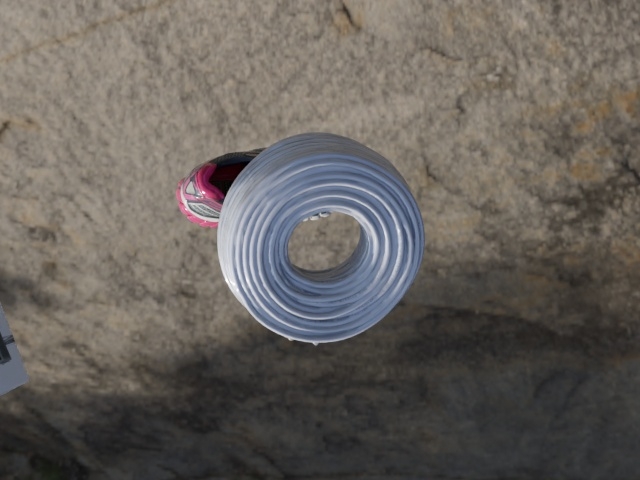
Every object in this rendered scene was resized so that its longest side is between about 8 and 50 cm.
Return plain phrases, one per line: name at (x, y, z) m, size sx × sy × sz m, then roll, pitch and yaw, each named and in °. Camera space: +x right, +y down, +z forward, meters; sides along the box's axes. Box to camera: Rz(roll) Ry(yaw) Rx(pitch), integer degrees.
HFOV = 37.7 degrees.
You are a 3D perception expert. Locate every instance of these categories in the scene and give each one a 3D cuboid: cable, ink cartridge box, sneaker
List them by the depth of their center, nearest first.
ink cartridge box at (-0.419, 0.122, 1.140) m, size 0.056 × 0.135 × 0.099 m, roll -24°, pitch -171°, yaw -41°
cable at (0.000, 0.000, 1.160) m, size 0.257 × 0.089 × 0.257 m, roll -41°, pitch 114°, yaw 7°
sneaker at (-0.059, -0.085, 1.399) m, size 0.299 × 0.121 × 0.112 m, roll -15°, pitch 172°, yaw -23°
